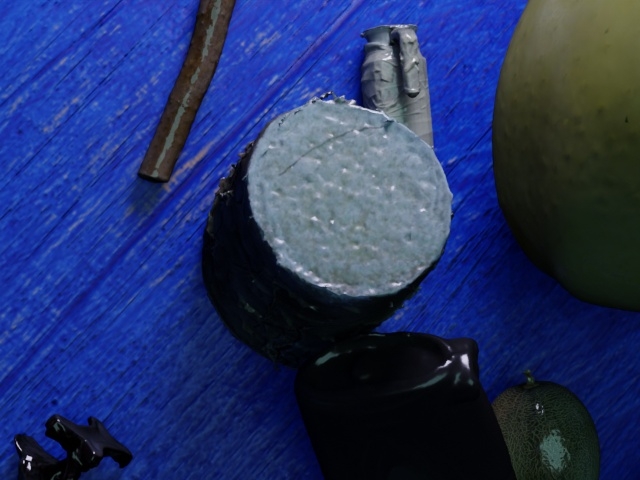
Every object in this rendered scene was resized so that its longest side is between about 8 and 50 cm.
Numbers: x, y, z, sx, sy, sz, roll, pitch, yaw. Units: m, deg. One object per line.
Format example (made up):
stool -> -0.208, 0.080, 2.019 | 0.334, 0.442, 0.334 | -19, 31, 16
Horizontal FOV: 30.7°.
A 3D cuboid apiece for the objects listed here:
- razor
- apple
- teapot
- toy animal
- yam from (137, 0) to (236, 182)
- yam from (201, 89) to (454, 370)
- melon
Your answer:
razor -> 0.100, 0.235, 1.247 | 0.204, 0.113, 0.349 | -8, 128, 13
apple -> 0.405, -0.128, 1.278 | 0.473, 0.473, 0.474 | 1, 87, -15
teapot -> 0.093, -0.153, 1.359 | 0.077, 0.107, 0.200 | -5, 88, -12
toy animal -> -0.305, 0.283, 1.244 | 0.117, 0.121, 0.210 | 29, 87, 8
yam -> -0.136, -0.220, 1.335 | 0.045, 0.045, 0.327 | 18, 83, 9
yam -> 0.000, 0.000, 1.229 | 0.241, 0.348, 0.241 | 3, 75, -11
melon -> 0.257, 0.244, 1.367 | 0.139, 0.139, 0.192 | -10, 92, -15
